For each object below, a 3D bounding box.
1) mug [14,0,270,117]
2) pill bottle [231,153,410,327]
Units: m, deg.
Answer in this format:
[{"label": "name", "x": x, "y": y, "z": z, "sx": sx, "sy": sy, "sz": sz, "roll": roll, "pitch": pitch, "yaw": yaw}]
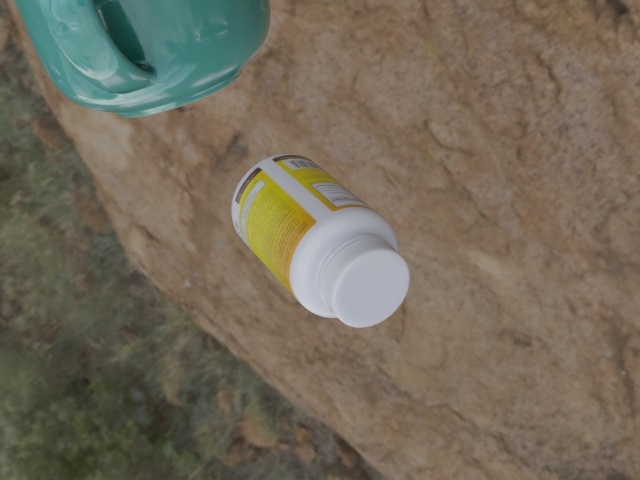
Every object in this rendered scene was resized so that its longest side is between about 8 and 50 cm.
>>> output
[{"label": "mug", "x": -0.101, "y": -0.119, "z": 0.504, "sx": 0.129, "sy": 0.158, "sz": 0.097, "roll": 4, "pitch": 122, "yaw": 42}, {"label": "pill bottle", "x": 0.000, "y": 0.000, "z": 0.959, "sx": 0.215, "sy": 0.117, "sz": 0.117, "roll": 44, "pitch": 151, "yaw": 52}]
